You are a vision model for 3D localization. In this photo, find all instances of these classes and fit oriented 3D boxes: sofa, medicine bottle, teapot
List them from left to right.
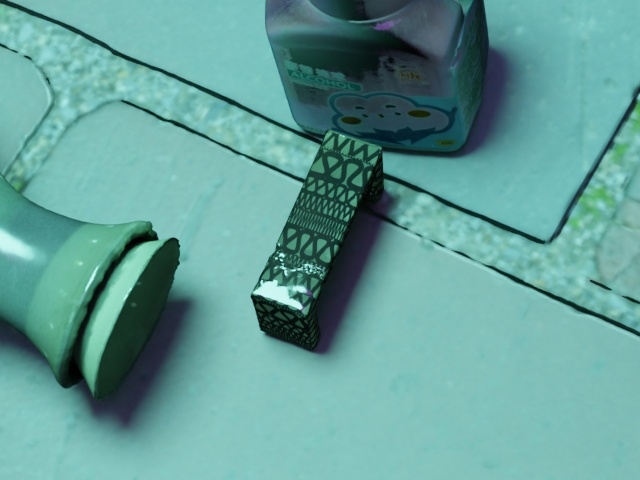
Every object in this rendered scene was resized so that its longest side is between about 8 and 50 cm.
[{"bbox_3d":[-0.214,-0.008,1.104,0.250,0.183,0.183,25,70,8],"label":"teapot"},{"bbox_3d":[0.000,0.000,1.118,0.039,0.060,0.118,20,68,11],"label":"sofa"},{"bbox_3d":[0.033,-0.136,1.107,0.119,0.188,0.094,9,66,13],"label":"medicine bottle"}]
